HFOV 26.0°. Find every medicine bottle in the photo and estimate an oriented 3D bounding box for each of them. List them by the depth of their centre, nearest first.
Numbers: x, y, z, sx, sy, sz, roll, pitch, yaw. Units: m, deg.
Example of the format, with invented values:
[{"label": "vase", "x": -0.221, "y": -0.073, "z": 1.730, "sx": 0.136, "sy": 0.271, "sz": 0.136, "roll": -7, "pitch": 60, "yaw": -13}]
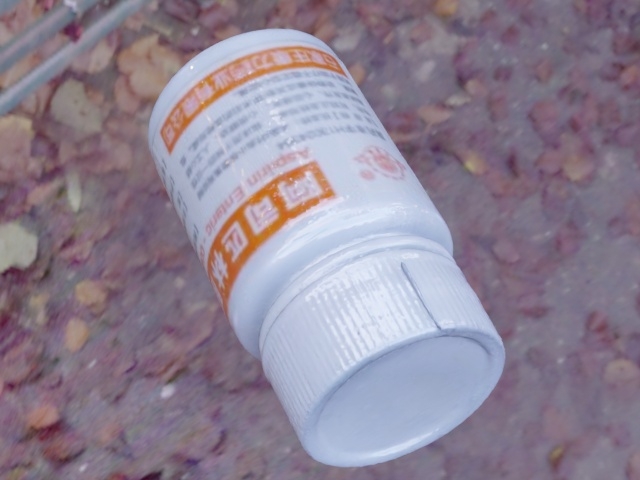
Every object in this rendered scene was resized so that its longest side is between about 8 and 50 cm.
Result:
[{"label": "medicine bottle", "x": 0.000, "y": 0.000, "z": 0.825, "sx": 0.144, "sy": 0.144, "sz": 0.252, "roll": -16, "pitch": 53, "yaw": -22}]
